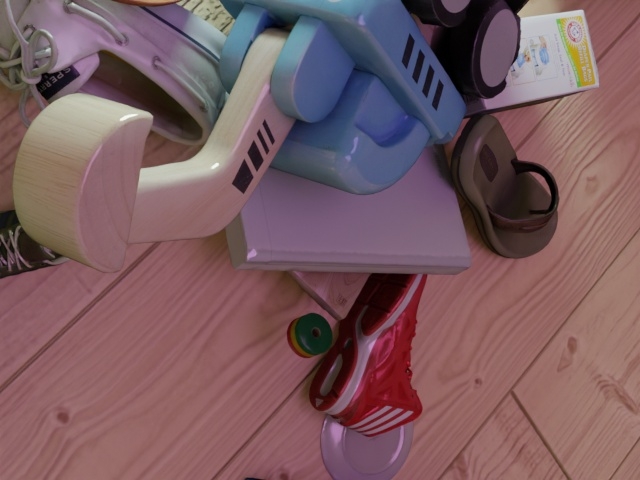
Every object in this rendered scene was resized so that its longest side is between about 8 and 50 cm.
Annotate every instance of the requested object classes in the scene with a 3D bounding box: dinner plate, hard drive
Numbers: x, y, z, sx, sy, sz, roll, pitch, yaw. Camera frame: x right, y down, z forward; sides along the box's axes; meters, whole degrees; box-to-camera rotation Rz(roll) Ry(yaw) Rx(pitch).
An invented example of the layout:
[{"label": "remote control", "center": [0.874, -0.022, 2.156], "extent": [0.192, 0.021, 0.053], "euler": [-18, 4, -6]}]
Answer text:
[{"label": "dinner plate", "center": [0.063, 0.242, 1.250], "extent": [0.141, 0.017, 0.141], "euler": [-1, 91, -33]}, {"label": "hard drive", "center": [0.026, -0.062, 1.148], "extent": [0.307, 0.040, 0.203], "euler": [2, 67, -34]}]

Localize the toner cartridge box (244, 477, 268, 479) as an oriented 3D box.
[{"label": "toner cartridge box", "center": [0.053, 0.393, 1.216], "extent": [0.348, 0.075, 0.165], "euler": [16, 85, -33]}]

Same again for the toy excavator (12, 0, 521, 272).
[{"label": "toy excavator", "center": [-0.031, -0.127, 0.950], "extent": [0.433, 0.222, 0.445], "euler": [40, 71, -56]}]

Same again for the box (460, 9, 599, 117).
[{"label": "box", "center": [0.236, -0.218, 1.276], "extent": [0.203, 0.114, 0.103], "euler": [-15, 93, -31]}]

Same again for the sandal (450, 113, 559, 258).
[{"label": "sandal", "center": [0.249, -0.054, 1.273], "extent": [0.303, 0.086, 0.120], "euler": [37, 70, -56]}]

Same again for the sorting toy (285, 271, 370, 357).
[{"label": "sorting toy", "center": [0.000, 0.000, 1.163], "extent": [0.132, 0.046, 0.274], "euler": [44, 51, -16]}]

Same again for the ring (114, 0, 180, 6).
[{"label": "ring", "center": [-0.238, -0.348, 0.921], "extent": [0.336, 0.032, 0.336], "euler": [34, 39, -32]}]

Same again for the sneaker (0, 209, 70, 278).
[{"label": "sneaker", "center": [-0.290, 0.000, 0.966], "extent": [0.192, 0.086, 0.064], "euler": [-20, 103, -30]}]

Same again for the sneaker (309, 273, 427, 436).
[{"label": "sneaker", "center": [0.085, 0.134, 1.223], "extent": [0.128, 0.087, 0.221], "euler": [41, 76, -31]}]

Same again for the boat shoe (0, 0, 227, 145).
[{"label": "boat shoe", "center": [-0.248, -0.181, 0.951], "extent": [0.367, 0.136, 0.156], "euler": [26, 61, -38]}]

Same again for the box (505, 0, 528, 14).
[{"label": "box", "center": [0.105, -0.358, 1.049], "extent": [0.307, 0.242, 0.076], "euler": [31, 74, -4]}]
